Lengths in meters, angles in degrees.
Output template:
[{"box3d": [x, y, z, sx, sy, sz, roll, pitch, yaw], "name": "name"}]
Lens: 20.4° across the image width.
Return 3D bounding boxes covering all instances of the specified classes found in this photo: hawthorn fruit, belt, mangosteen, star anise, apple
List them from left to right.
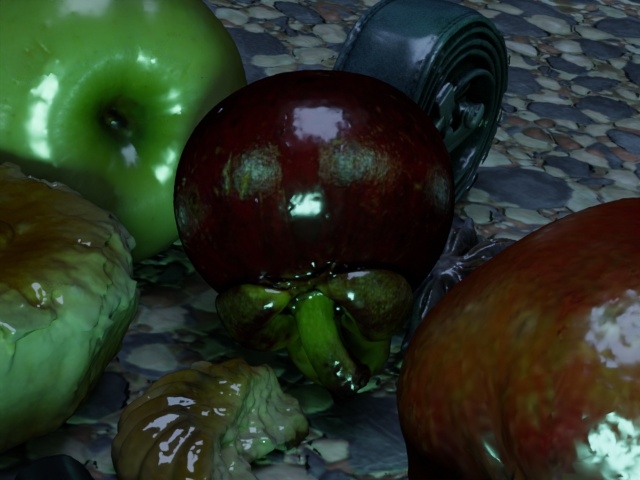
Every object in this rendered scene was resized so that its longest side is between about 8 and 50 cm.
[{"box3d": [-0.191, -0.118, 1.470, 0.279, 0.279, 0.279, 8, 26, -4], "name": "apple"}, {"box3d": [0.000, 0.000, 1.332, 0.215, 0.215, 0.257, -1, 72, -21], "name": "mangosteen"}, {"box3d": [0.085, -0.120, 1.617, 0.116, 0.206, 0.267, 20, 18, 21], "name": "belt"}, {"box3d": [0.117, 0.040, 1.453, 0.180, 0.061, 0.204, -10, 26, 4], "name": "star anise"}, {"box3d": [0.189, 0.109, 1.106, 0.295, 0.295, 0.311, 12, 44, 5], "name": "hawthorn fruit"}]

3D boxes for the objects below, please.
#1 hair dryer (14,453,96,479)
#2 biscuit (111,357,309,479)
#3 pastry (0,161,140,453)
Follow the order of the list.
[{"box3d": [-0.176, 0.203, 1.018, 0.244, 0.116, 0.302, 0, 16, -18], "name": "hair dryer"}, {"box3d": [-0.082, 0.129, 1.223, 0.118, 0.061, 0.183, 14, 27, 13], "name": "biscuit"}, {"box3d": [-0.277, 0.042, 1.245, 0.329, 0.136, 0.330, 7, 25, -3], "name": "pastry"}]
